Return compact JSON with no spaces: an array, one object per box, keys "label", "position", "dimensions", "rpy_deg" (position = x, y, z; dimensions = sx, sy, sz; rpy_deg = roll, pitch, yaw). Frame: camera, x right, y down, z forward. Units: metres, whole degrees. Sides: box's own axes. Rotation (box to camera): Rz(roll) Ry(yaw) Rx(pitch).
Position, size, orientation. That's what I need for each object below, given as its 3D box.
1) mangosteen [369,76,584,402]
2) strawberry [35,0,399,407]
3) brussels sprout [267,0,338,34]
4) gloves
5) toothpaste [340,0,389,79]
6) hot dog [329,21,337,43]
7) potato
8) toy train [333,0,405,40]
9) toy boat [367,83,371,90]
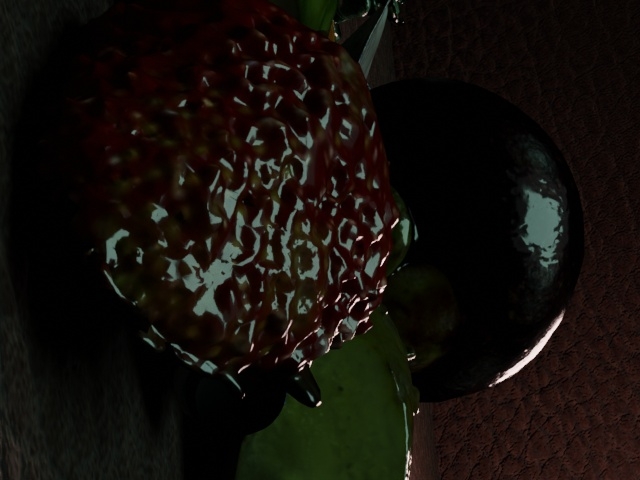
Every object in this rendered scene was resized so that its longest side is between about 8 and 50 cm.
[{"label":"mangosteen","position":[0.072,-0.008,1.591],"dimensions":[0.297,0.313,0.297],"rpy_deg":[-51,-150,43]},{"label":"strawberry","position":[-0.028,-0.030,0.938],"dimensions":[0.233,0.138,0.306],"rpy_deg":[53,12,-16]},{"label":"brussels sprout","position":[-0.055,-0.163,1.168],"dimensions":[0.145,0.131,0.183],"rpy_deg":[-81,171,-61]},{"label":"gloves","position":[-0.055,0.026,1.120],"dimensions":[0.229,0.097,0.119],"rpy_deg":[-79,160,-53]},{"label":"toothpaste","position":[-0.013,-0.070,1.247],"dimensions":[0.100,0.066,0.323],"rpy_deg":[-65,-174,-19]},{"label":"hot dog","position":[-0.014,-0.264,1.959],"dimensions":[0.100,0.068,0.249],"rpy_deg":[-67,149,-80]},{"label":"potato","position":[-0.004,0.137,1.192],"dimensions":[0.298,0.141,0.176],"rpy_deg":[-93,-174,-46]},{"label":"toy train","position":[0.039,-0.382,2.369],"dimensions":[0.301,0.120,0.202],"rpy_deg":[-78,155,-72]},{"label":"toy boat","position":[0.035,-0.095,2.084],"dimensions":[0.062,0.096,0.299],"rpy_deg":[-109,-172,-69]}]
